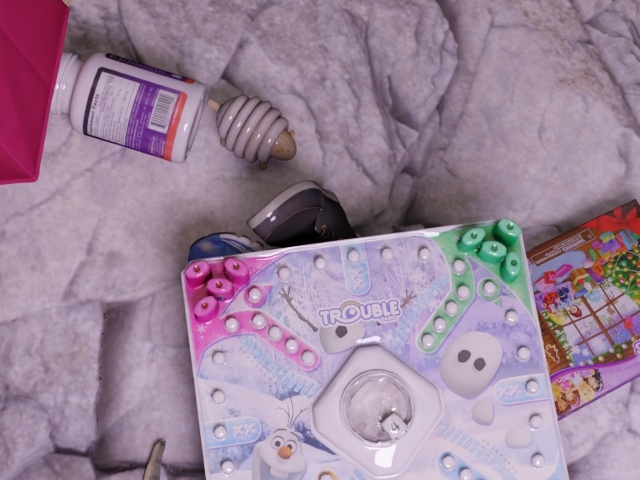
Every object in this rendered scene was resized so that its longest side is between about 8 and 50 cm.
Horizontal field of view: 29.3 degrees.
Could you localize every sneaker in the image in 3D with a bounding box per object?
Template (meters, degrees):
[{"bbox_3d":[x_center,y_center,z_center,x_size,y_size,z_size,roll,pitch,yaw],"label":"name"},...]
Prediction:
[{"bbox_3d":[0.000,0.000,1.445,0.083,0.222,0.118,-38,77,18],"label":"sneaker"},{"bbox_3d":[-0.069,0.137,1.406,0.147,0.130,0.330,-26,73,-23],"label":"sneaker"}]

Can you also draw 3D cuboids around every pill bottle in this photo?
[{"bbox_3d":[-0.248,-0.173,1.526,0.193,0.108,0.108,17,64,-2],"label":"pill bottle"}]

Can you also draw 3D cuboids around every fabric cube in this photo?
[{"bbox_3d":[-0.467,-0.227,1.386,0.254,0.258,0.259,-4,64,16],"label":"fabric cube"}]

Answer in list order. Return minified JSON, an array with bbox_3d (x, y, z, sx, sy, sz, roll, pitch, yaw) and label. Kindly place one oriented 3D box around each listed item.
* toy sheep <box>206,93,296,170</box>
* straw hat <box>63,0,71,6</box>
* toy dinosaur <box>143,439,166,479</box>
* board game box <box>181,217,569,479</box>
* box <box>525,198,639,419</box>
[{"bbox_3d":[-0.089,-0.141,1.552,0.132,0.091,0.091,27,64,3],"label":"toy sheep"},{"bbox_3d":[-0.395,-0.356,1.611,0.144,0.061,0.145,4,66,-8],"label":"straw hat"},{"bbox_3d":[-0.190,0.340,1.309,0.118,0.064,0.268,-10,48,-17],"label":"toy dinosaur"},{"bbox_3d":[0.063,0.182,1.324,0.389,0.050,0.390,-8,77,-4],"label":"board game box"},{"bbox_3d":[0.330,0.092,1.536,0.293,0.057,0.201,-25,73,-20],"label":"box"}]
